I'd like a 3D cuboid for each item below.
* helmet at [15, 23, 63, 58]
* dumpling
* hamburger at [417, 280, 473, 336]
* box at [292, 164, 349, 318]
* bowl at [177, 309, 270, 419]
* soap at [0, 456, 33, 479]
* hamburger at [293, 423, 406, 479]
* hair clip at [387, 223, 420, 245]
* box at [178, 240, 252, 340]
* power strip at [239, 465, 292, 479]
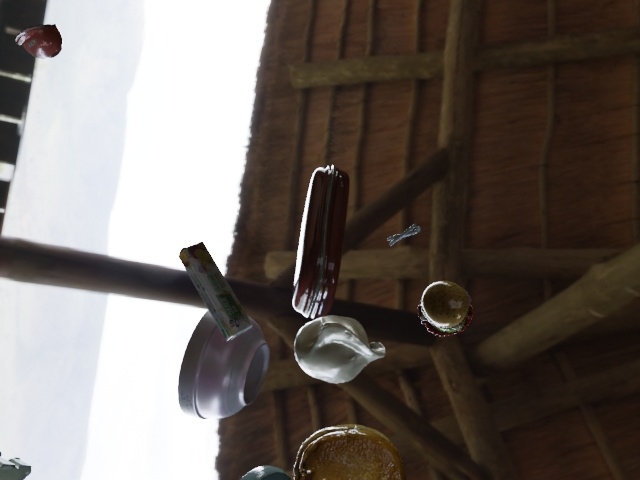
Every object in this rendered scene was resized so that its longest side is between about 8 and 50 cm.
[{"bbox_3d":[-0.473,-0.334,1.134,0.065,0.049,0.084,-25,-169,27],"label":"helmet"},{"bbox_3d":[0.032,0.210,1.306,0.250,0.162,0.132,135,-30,-66],"label":"dumpling"},{"bbox_3d":[0.382,0.198,2.025,0.137,0.175,0.175,70,17,-64],"label":"hamburger"},{"bbox_3d":[0.000,0.000,1.745,0.263,0.108,0.403,105,-6,-56],"label":"box"},{"bbox_3d":[-0.220,0.310,1.641,0.287,0.144,0.287,14,90,-75],"label":"bowl"},{"bbox_3d":[-0.773,0.560,1.559,0.261,0.150,0.094,-25,-124,58],"label":"soap"},{"bbox_3d":[0.073,0.644,1.780,0.170,0.314,0.289,73,16,-86],"label":"hamburger"},{"bbox_3d":[0.259,-0.016,2.053,0.115,0.039,0.030,-26,-111,34],"label":"hair clip"},{"bbox_3d":[-0.210,0.099,1.328,0.207,0.050,0.041,58,-35,9],"label":"box"},{"bbox_3d":[-0.162,0.678,1.750,0.054,0.253,0.167,12,-95,42],"label":"power strip"}]
